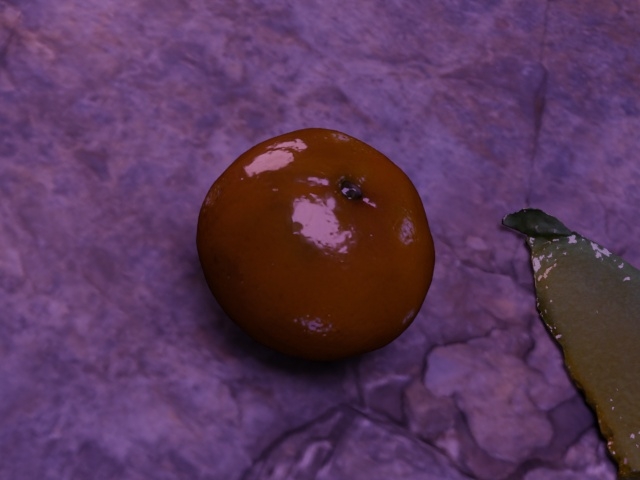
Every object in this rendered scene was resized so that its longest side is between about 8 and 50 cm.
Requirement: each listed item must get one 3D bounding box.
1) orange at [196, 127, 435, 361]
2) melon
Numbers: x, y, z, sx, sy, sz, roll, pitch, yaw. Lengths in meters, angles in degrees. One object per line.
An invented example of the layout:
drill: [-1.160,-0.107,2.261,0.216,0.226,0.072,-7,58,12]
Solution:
orange: [0.000,0.000,1.076,0.156,0.124,0.156,10,49,-12]
melon: [0.207,0.079,1.170,0.114,0.053,0.261,-25,62,-17]
